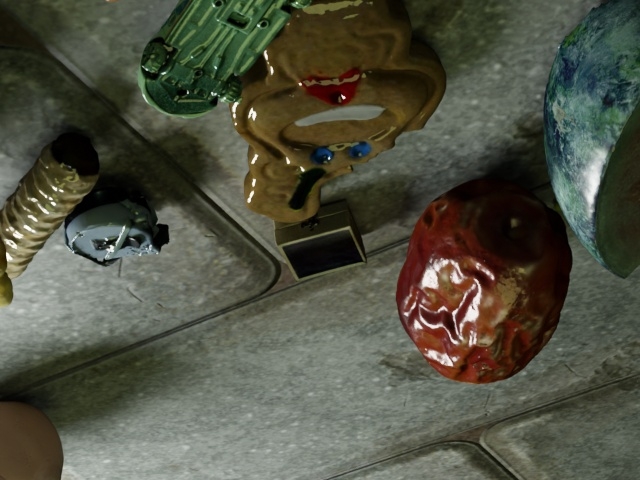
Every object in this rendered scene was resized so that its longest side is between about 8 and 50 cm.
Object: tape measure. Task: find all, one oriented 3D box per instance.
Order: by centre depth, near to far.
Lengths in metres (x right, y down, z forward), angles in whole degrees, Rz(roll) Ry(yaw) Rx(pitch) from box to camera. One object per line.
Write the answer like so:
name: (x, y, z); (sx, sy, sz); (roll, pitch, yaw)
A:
tape measure: (-0.199, -0.014, 1.319); (0.091, 0.054, 0.094); (-14, 156, 9)

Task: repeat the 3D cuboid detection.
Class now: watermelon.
watermelon: (0.298, -0.125, 1.250); (0.226, 0.148, 0.318); (-14, 138, -27)

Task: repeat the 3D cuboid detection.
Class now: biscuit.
biscuit: (0.004, -0.112, 1.236); (0.183, 0.047, 0.320); (9, 144, -22)
biscuit: (-0.268, -0.022, 1.288); (0.061, 0.055, 0.219); (5, 146, -40)

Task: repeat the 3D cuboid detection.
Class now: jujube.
jujube: (0.162, 0.043, 1.398); (0.174, 0.174, 0.250); (-5, 154, -8)

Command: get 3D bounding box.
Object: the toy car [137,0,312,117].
toy car: (-0.081, -0.176, 1.098); (0.093, 0.058, 0.186); (18, 126, -35)

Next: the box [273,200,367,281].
box: (0.000, 0.000, 1.410); (0.079, 0.035, 0.083); (-15, 148, 8)

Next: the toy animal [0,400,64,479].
toy animal: (-0.417, 0.289, 1.611); (0.210, 0.229, 0.221); (-1, 109, -49)

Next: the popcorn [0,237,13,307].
popcorn: (-0.362, 0.014, 1.224); (0.180, 0.180, 0.170); (-31, 177, 29)

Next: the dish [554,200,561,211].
dish: (0.350, -0.031, 1.418); (0.207, 0.080, 0.149); (-15, 146, 5)
